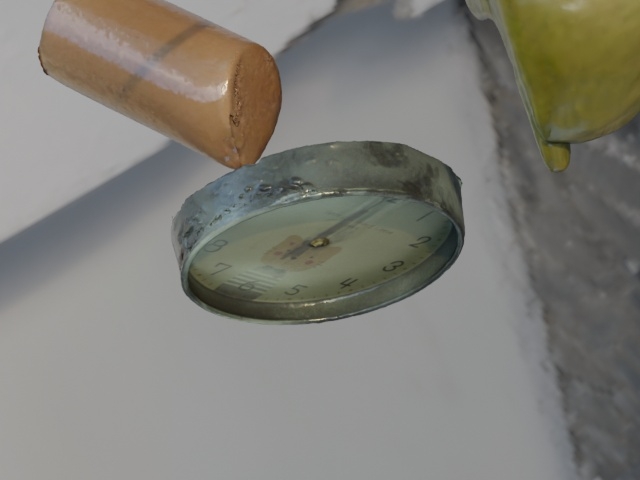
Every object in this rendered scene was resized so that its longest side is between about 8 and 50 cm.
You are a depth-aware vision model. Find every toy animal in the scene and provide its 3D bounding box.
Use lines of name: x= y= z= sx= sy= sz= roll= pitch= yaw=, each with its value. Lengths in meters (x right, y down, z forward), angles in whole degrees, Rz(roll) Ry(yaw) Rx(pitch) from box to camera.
toy animal: x=0.273 y=-0.175 z=1.057 sx=0.180 sy=0.363 sz=0.181 roll=90 pitch=168 yaw=-53

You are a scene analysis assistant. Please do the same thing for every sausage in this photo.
sausage: x=-0.149 y=-0.167 z=1.564 sx=0.253 sy=0.123 sz=0.123 roll=27 pitch=141 yaw=29

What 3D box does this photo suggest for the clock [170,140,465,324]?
clock: x=0.000 y=0.000 z=1.222 sx=0.226 sy=0.226 sz=0.049 roll=119 pitch=146 yaw=-59
